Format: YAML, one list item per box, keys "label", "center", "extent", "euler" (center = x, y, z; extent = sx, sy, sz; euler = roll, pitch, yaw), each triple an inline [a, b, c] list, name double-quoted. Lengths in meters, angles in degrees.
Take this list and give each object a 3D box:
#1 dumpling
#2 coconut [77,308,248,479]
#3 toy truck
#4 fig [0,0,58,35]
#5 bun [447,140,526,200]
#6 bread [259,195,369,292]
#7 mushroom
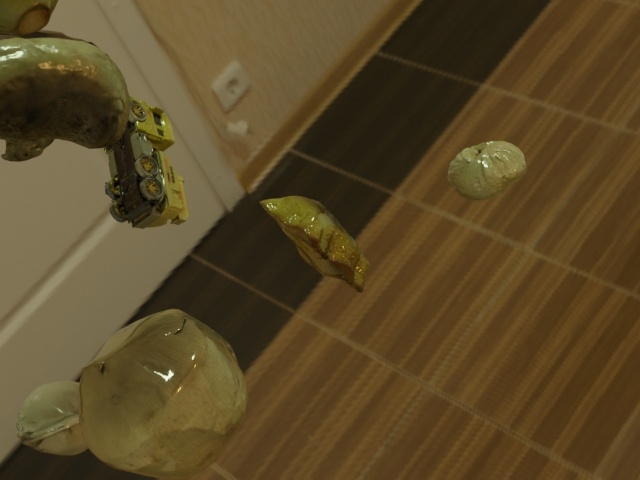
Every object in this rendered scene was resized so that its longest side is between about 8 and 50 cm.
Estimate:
- label: "dumpling"
  center: [-0.438, 0.310, 1.760]
  extent: [0.172, 0.142, 0.247]
  euler: [-24, 8, 6]
- label: "coconut"
  center: [-0.200, 0.189, 1.229]
  extent: [0.224, 0.224, 0.224]
  euler: [-12, 50, 14]
- label: "toy truck"
  center: [-0.357, -0.151, 2.045]
  extent: [0.124, 0.157, 0.272]
  euler: [-31, 63, 31]
- label: "fig"
  center: [-0.434, -0.370, 1.277]
  extent: [0.207, 0.207, 0.230]
  euler: [-20, 48, 7]
- label: "bun"
  center: [0.234, -0.105, 1.408]
  extent: [0.115, 0.069, 0.115]
  euler: [-20, 20, 7]
- label: "bread"
  center: [0.000, 0.000, 1.788]
  extent: [0.088, 0.233, 0.161]
  euler: [-41, 47, -4]
- label: "mushroom"
  center: [-0.490, -0.247, 1.751]
  extent: [0.130, 0.344, 0.247]
  euler: [30, 105, 54]
